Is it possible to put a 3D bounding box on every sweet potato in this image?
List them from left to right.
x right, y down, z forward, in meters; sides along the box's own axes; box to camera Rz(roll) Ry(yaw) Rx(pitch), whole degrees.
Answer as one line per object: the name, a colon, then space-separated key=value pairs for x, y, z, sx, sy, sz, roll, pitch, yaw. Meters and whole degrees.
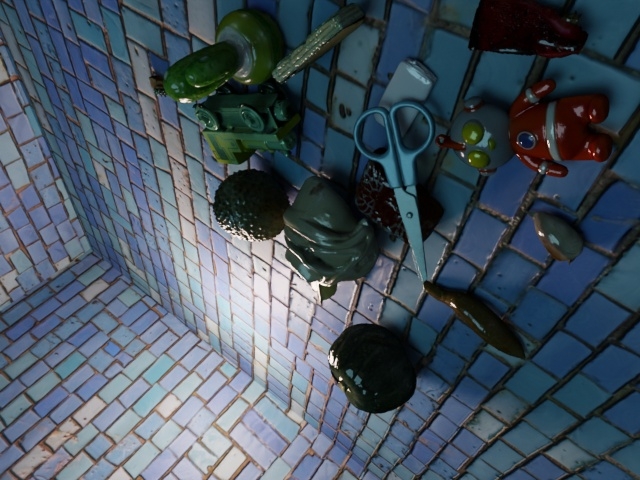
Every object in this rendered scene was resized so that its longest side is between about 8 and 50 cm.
sweet potato: x=0.432 y=0.216 z=1.378 sx=0.346 sy=0.079 sz=0.108 roll=39 pitch=158 yaw=16

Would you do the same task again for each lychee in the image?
lychee: x=-0.226 y=-0.105 z=1.606 sx=0.255 sy=0.274 sz=0.255 roll=5 pitch=113 yaw=12

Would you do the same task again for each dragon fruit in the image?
dragon fruit: x=0.349 y=-0.361 z=0.830 sx=0.192 sy=0.122 sz=0.092 roll=26 pitch=127 yaw=30

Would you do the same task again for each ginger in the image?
ginger: x=0.004 y=0.100 z=1.704 sx=0.123 sy=0.115 sz=0.193 roll=36 pitch=137 yaw=43

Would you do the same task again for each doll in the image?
doll: x=0.375 y=-0.208 z=0.966 sx=0.336 sy=0.105 sz=0.199 roll=7 pitch=131 yaw=42

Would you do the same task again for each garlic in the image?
garlic: x=0.507 y=-0.009 z=1.066 sx=0.152 sy=0.066 sz=0.084 roll=49 pitch=148 yaw=-9

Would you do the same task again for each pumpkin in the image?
pumpkin: x=0.175 y=0.450 z=1.748 sx=0.327 sy=0.257 sz=0.291 roll=56 pitch=160 yaw=0

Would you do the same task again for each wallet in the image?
wallet: x=0.188 y=-0.322 z=1.115 sx=0.095 sy=0.033 sz=0.190 roll=38 pitch=147 yaw=9

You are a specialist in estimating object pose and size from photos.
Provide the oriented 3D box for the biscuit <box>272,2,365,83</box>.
biscuit: x=0.002 y=-0.440 z=1.084 sx=0.252 sy=0.150 sz=0.052 roll=-16 pitch=115 yaw=53

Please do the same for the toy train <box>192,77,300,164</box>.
toy train: x=-0.203 y=-0.333 z=1.436 sx=0.369 sy=0.150 sz=0.237 roll=13 pitch=143 yaw=39

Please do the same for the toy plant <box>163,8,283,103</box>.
toy plant: x=-0.252 y=-0.438 z=1.208 sx=0.224 sy=0.316 sz=0.184 roll=4 pitch=126 yaw=43

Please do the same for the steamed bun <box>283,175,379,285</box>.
steamed bun: x=0.007 y=0.007 z=1.446 sx=0.310 sy=0.219 sz=0.324 roll=45 pitch=164 yaw=9

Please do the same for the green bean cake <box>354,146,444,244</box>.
green bean cake: x=0.202 y=-0.103 z=1.271 sx=0.233 sy=0.097 sz=0.198 roll=39 pitch=146 yaw=12

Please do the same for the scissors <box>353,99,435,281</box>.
scissors: x=0.205 y=-0.101 z=1.171 sx=0.193 sy=0.029 sz=0.447 roll=-5 pitch=111 yaw=29

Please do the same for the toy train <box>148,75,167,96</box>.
toy train: x=-0.538 y=-0.527 z=1.679 sx=0.103 sy=0.044 sz=0.064 roll=17 pitch=126 yaw=37
